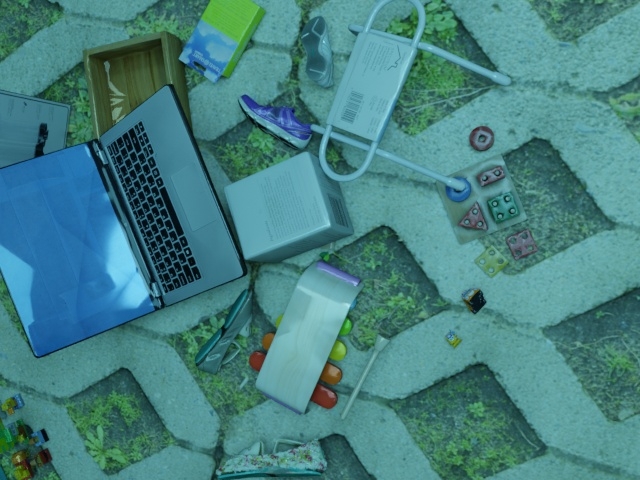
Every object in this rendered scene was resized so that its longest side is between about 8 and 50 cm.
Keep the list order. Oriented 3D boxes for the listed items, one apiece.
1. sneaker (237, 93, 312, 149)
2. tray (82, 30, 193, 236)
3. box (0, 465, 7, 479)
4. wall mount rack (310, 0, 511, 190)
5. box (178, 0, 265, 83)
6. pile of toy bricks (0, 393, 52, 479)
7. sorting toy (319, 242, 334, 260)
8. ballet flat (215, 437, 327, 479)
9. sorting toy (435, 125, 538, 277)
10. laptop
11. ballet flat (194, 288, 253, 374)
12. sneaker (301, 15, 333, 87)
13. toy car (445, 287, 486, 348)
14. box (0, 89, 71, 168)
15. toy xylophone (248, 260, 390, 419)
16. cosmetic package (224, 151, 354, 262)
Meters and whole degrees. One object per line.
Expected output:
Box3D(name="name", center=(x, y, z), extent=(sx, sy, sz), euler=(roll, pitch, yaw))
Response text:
Box3D(name="sneaker", center=(-0.090, -0.249, 1.227), extent=(0.170, 0.068, 0.071), euler=(32, 86, 3))
Box3D(name="tray", center=(-0.376, -0.215, 1.294), extent=(0.202, 0.076, 0.411), euler=(-7, 90, 16))
Box3D(name="box", center=(-0.841, 0.567, 1.474), extent=(0.100, 0.060, 0.244), euler=(-30, 85, 15))
Box3D(name="wall mount rack", center=(0.153, -0.250, 1.102), extent=(0.304, 0.130, 0.350), euler=(26, 100, 26))
Box3D(name="box", center=(-0.204, -0.424, 1.248), extent=(0.109, 0.042, 0.178), euler=(35, 102, 12))
Box3D(name="pile of toy bricks", center=(-0.732, 0.467, 1.415), extent=(0.118, 0.105, 0.212), euler=(-27, 86, 15))
Box3D(name="sorting toy", center=(0.000, 0.000, 1.232), extent=(0.062, 0.012, 0.083), euler=(5, 95, 18))
Box3D(name="ballet flat", center=(-0.101, 0.457, 1.262), extent=(0.241, 0.091, 0.077), euler=(-7, 61, 12))
Box3D(name="sorting toy", center=(0.301, -0.068, 1.126), extent=(0.132, 0.046, 0.274), euler=(-22, 88, 16))
Box3D(name="laptop", center=(-0.411, -0.029, 1.144), extent=(0.408, 0.236, 0.382), euler=(-22, 90, 38))
Box3D(name="ballet flat", center=(-0.186, 0.196, 1.276), extent=(0.068, 0.072, 0.213), euler=(33, 103, -16))
Box3D(name="sneaker", center=(-0.003, -0.370, 1.194), extent=(0.053, 0.061, 0.152), euler=(-10, 71, 23))
Box3D(name="toy car", center=(0.265, 0.140, 1.146), extent=(0.040, 0.060, 0.122), euler=(39, 97, 43))
Box3D(name="box", center=(-0.662, -0.228, 1.261), extent=(0.087, 0.290, 0.169), euler=(12, 98, 16))
Box3D(name="toy xylophone", center=(-0.003, 0.218, 1.209), extent=(0.236, 0.081, 0.323), euler=(33, 101, 11))
Box3D(name="cosmetic package", center=(-0.058, -0.057, 1.163), extent=(0.183, 0.151, 0.151), euler=(-20, 79, 16))
